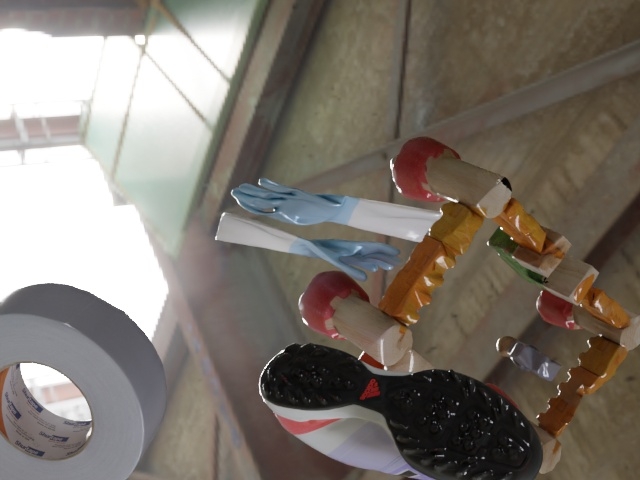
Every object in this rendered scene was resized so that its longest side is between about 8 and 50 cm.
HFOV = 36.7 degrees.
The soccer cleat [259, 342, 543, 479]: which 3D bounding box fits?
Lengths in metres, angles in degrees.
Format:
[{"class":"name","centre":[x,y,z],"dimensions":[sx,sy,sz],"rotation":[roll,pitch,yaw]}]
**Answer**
[{"class":"soccer cleat","centre":[0.082,0.191,0.970],"dimensions":[0.318,0.109,0.116],"rotation":[11,-38,37]}]

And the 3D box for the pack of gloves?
[{"class":"pack of gloves","centre":[0.000,0.000,1.115],"dimensions":[0.195,0.232,0.046],"rotation":[121,-22,-67]}]

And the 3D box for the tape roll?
[{"class":"tape roll","centre":[-0.270,0.156,0.982],"dimensions":[0.072,0.219,0.219],"rotation":[-63,161,-65]}]

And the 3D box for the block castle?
[{"class":"block castle","centre":[0.207,0.099,1.322],"dimensions":[0.303,0.453,0.213],"rotation":[-55,-143,-4]}]
